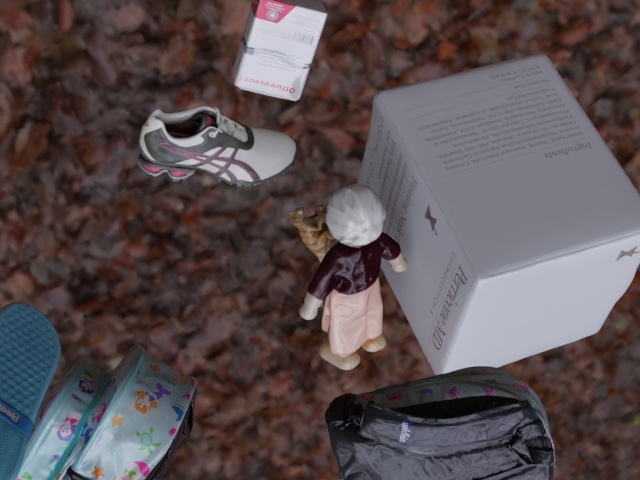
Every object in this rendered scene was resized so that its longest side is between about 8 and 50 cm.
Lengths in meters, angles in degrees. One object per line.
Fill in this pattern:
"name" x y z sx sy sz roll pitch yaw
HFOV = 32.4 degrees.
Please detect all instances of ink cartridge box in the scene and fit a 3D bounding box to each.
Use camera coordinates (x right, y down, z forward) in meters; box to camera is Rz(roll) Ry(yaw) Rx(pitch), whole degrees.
"ink cartridge box" -0.066 -0.305 1.711 0.109 0.063 0.150 11 118 -18

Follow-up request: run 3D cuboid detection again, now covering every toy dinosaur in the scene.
"toy dinosaur" 0.000 0.000 1.870 0.112 0.064 0.211 -34 132 -8

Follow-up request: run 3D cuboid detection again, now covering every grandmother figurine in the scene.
"grandmother figurine" 0.048 0.056 1.722 0.208 0.104 0.342 -38 146 -34

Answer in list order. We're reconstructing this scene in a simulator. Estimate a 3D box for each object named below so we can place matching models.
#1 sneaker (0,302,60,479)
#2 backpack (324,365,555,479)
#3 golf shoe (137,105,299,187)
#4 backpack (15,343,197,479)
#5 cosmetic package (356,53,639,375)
"sneaker" -0.435 0.228 1.274 0.208 0.319 0.127 -29 113 29
"backpack" 0.107 0.175 0.944 0.182 0.115 0.152 -15 106 6
"golf shoe" -0.161 -0.158 1.805 0.273 0.105 0.120 -2 147 -16
"backpack" -0.272 0.256 1.409 0.191 0.225 0.253 37 105 -8
"cosmetic package" 0.288 -0.040 1.845 0.327 0.394 0.329 -15 148 -17
